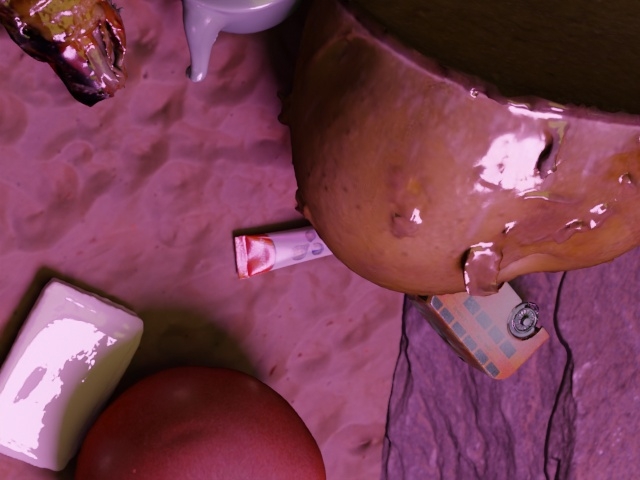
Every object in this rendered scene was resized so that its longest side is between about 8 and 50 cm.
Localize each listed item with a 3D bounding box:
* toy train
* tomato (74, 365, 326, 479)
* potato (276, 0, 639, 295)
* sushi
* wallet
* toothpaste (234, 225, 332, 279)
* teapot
[{"bbox_3d":[0.177,0.076,1.823,0.099,0.072,0.188,-46,120,-9],"label":"toy train"},{"bbox_3d":[-0.118,0.254,1.644,0.256,0.224,0.255,-7,114,-17],"label":"tomato"},{"bbox_3d":[0.172,-0.087,1.603,0.442,0.385,0.319,-5,128,-32],"label":"potato"},{"bbox_3d":[-0.248,-0.228,1.499,0.097,0.103,0.226,-31,124,15],"label":"sushi"},{"bbox_3d":[-0.263,0.136,1.636,0.124,0.032,0.183,27,93,-31],"label":"wallet"},{"bbox_3d":[0.000,0.000,1.734,0.190,0.031,0.048,-12,114,-21],"label":"toothpaste"},{"bbox_3d":[-0.072,-0.266,1.561,0.159,0.159,0.232,41,70,-31],"label":"teapot"}]
